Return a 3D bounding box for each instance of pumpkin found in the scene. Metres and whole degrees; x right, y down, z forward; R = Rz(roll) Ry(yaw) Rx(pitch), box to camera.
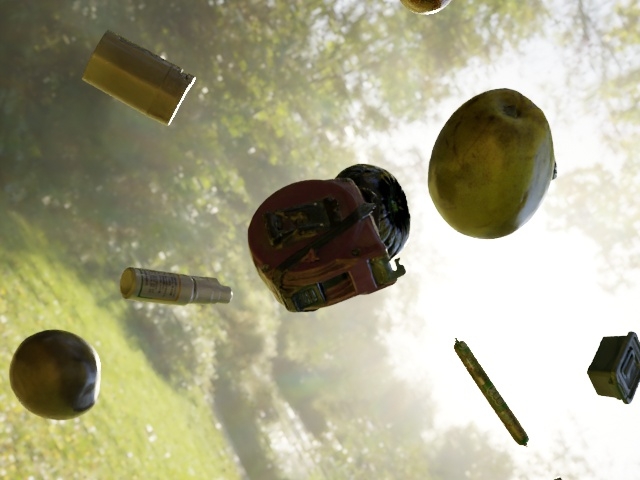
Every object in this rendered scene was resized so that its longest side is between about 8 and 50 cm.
[{"bbox_3d":[0.093,-0.053,1.962,0.202,0.140,0.201,30,53,-50],"label":"pumpkin"}]

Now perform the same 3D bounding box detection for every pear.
[{"bbox_3d":[0.341,-0.145,1.995,0.253,0.253,0.307,57,-32,34],"label":"pear"}]

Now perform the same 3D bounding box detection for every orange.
[{"bbox_3d":[0.222,-0.537,2.080,0.170,0.160,0.112,45,44,-51],"label":"orange"}]

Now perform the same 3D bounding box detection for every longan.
[{"bbox_3d":[-0.548,0.278,2.077,0.198,0.198,0.212,59,-22,13],"label":"longan"}]

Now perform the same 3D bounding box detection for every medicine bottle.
[{"bbox_3d":[-0.276,0.086,1.906,0.221,0.061,0.092,10,23,-37],"label":"medicine bottle"}]

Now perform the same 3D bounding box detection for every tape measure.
[{"bbox_3d":[0.000,0.000,1.728,0.149,0.245,0.231,66,1,-50],"label":"tape measure"}]

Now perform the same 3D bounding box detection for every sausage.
[{"bbox_3d":[0.345,0.309,2.032,0.269,0.033,0.033,56,-4,0],"label":"sausage"}]

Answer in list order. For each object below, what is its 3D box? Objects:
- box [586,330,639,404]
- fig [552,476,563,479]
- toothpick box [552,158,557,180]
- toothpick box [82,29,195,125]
[{"bbox_3d":[0.440,0.188,1.493,0.054,0.099,0.074,0,-49,41],"label":"box"},{"bbox_3d":[0.371,0.532,1.893,0.151,0.259,0.151,48,-8,10],"label":"fig"},{"bbox_3d":[0.455,-0.173,2.329,0.120,0.184,0.120,-11,90,-70],"label":"toothpick box"},{"bbox_3d":[-0.337,-0.301,1.867,0.181,0.111,0.111,28,1,-10],"label":"toothpick box"}]
